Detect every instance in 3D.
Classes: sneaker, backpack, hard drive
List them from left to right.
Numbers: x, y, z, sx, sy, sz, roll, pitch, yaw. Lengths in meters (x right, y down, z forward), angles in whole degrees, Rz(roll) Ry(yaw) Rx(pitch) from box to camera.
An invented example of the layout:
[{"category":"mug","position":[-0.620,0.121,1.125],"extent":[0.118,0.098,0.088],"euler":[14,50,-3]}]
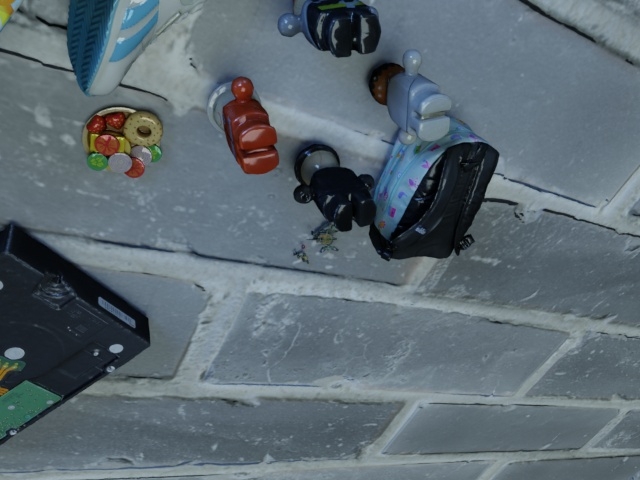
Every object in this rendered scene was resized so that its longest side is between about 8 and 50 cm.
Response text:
[{"category":"hard drive","position":[-0.429,0.150,0.695],"extent":[0.339,0.064,0.237],"euler":[-34,132,7]},{"category":"sneaker","position":[-0.154,-0.218,0.481],"extent":[0.092,0.087,0.229],"euler":[-2,143,-50]},{"category":"backpack","position":[0.144,-0.069,0.707],"extent":[0.152,0.115,0.182],"euler":[-5,130,-33]}]

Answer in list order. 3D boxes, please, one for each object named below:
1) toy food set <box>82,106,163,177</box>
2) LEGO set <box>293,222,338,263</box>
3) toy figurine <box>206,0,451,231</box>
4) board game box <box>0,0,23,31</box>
[{"category":"toy food set","position":[-0.216,-0.107,0.593],"extent":[0.083,0.020,0.083],"euler":[2,127,-23]},{"category":"LEGO set","position":[-0.002,-0.001,0.772],"extent":[0.083,0.023,0.054],"euler":[-21,132,14]},{"category":"toy figurine","position":[0.009,-0.141,0.579],"extent":[0.213,0.148,0.209],"euler":[29,107,-35]},{"category":"board game box","position":[-0.271,-0.235,0.380],"extent":[0.275,0.144,0.142],"euler":[-42,131,16]}]
